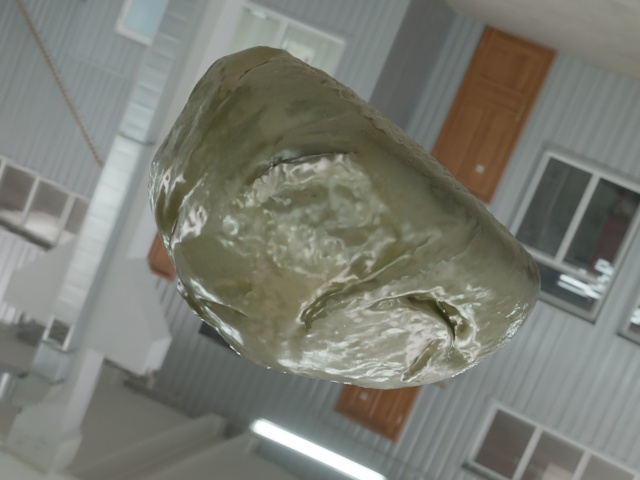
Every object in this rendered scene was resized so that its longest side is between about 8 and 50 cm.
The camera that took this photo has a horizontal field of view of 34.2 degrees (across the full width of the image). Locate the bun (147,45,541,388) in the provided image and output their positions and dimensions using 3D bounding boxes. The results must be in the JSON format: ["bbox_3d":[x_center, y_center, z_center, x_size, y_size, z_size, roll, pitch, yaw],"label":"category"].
[{"bbox_3d":[0.000,0.000,0.435,0.173,0.113,0.166,37,-173,-31],"label":"bun"}]
